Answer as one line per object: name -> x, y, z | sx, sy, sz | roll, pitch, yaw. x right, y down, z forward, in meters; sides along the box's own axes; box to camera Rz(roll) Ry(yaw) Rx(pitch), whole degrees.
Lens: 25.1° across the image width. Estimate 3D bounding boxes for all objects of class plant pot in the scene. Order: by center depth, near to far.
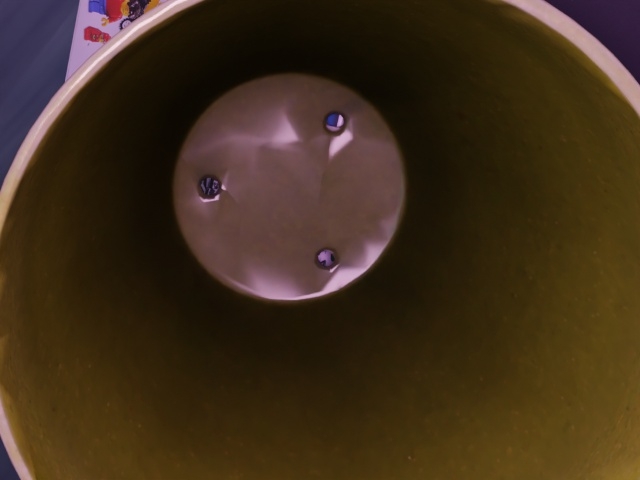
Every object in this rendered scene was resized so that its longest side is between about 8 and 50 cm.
plant pot -> 0.000, 0.000, 0.676 | 0.275, 0.293, 0.274 | -1, 103, -5

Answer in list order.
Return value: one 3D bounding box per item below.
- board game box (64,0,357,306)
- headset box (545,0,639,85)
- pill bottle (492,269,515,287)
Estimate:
board game box -> -0.079, -0.009, 0.887 | 0.193, 0.053, 0.305 | 17, 102, 21
headset box -> 0.202, -0.161, 0.611 | 0.246, 0.131, 0.283 | -16, 128, 18
pill bottle -> 0.174, 0.082, 0.752 | 0.112, 0.112, 0.186 | -29, 83, 24
